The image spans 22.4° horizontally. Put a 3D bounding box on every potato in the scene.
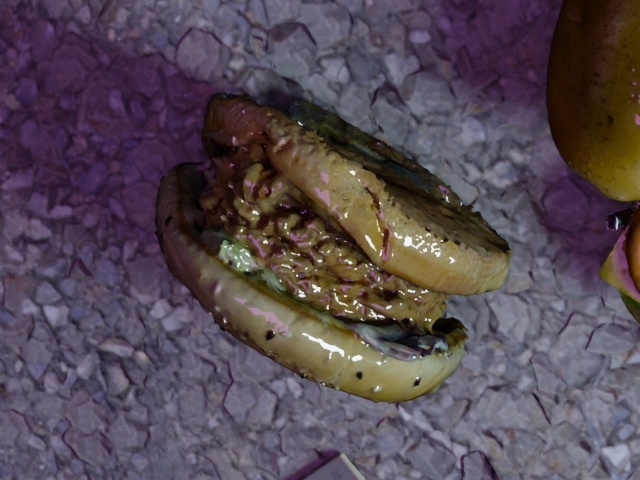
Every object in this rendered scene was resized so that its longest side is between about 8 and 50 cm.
[{"bbox_3d":[0.305,-0.207,1.321,0.195,0.176,0.369,27,109,-1],"label":"potato"}]

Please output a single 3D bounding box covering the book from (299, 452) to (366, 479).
[{"bbox_3d":[-0.006,0.309,1.645,0.182,0.014,0.127,-37,93,22],"label":"book"}]

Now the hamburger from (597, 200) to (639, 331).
[{"bbox_3d":[0.339,0.006,1.415,0.164,0.093,0.189,45,110,3],"label":"hamburger"}]

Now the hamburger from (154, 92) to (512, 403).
[{"bbox_3d":[0.000,0.000,1.427,0.318,0.277,0.195,35,103,10],"label":"hamburger"}]
